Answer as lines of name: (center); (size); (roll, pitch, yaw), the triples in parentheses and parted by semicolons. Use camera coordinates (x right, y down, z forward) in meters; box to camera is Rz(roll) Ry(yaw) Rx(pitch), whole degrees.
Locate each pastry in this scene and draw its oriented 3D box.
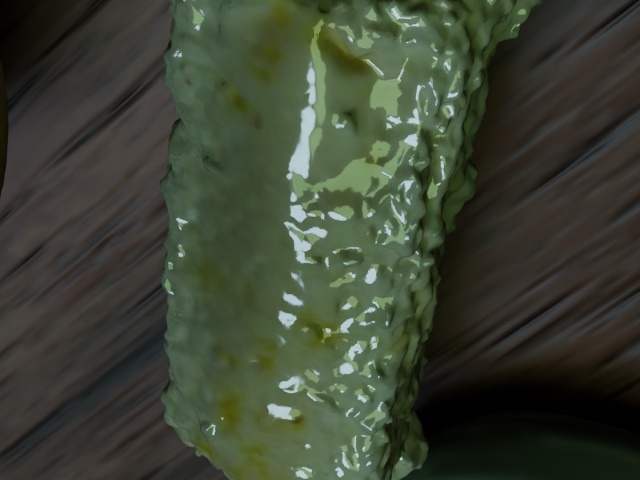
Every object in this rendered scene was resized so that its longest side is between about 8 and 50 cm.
pastry: (-0.005, -0.004, 0.659); (0.121, 0.089, 0.258); (30, 130, 22)

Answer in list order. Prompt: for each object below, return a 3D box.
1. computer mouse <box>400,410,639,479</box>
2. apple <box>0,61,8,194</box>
computer mouse: (0.153, 0.183, 0.777); (0.331, 0.095, 0.197); (22, 112, -7)
apple: (-0.203, -0.028, 0.606); (0.209, 0.209, 0.164); (15, 151, -1)
